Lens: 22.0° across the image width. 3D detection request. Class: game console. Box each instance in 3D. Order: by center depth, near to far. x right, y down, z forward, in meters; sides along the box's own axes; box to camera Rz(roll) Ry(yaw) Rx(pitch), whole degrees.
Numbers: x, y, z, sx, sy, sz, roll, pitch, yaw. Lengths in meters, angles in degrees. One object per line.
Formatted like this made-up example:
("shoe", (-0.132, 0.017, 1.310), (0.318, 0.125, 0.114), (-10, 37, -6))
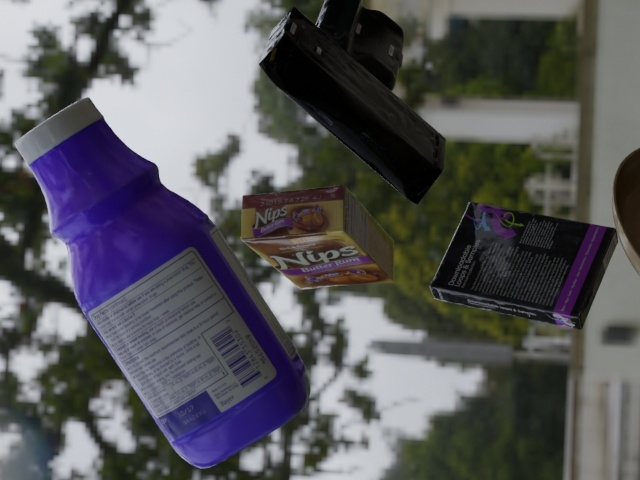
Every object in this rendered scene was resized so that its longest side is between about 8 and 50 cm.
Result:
("game console", (0.046, -0.178, 1.741), (0.044, 0.213, 0.361), (-45, 12, 22))

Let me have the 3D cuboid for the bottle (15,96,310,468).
("bottle", (-0.123, 0.028, 1.232), (0.283, 0.118, 0.092), (56, -167, -5))

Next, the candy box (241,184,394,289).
("candy box", (0.000, 0.000, 1.685), (0.186, 0.109, 0.053), (45, -137, -64))

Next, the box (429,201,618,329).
("box", (0.205, 0.024, 1.669), (0.116, 0.162, 0.029), (-62, -30, -29))

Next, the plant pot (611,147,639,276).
("plant pot", (0.320, 0.015, 1.239), (0.236, 0.236, 0.032), (-77, 11, -51))
